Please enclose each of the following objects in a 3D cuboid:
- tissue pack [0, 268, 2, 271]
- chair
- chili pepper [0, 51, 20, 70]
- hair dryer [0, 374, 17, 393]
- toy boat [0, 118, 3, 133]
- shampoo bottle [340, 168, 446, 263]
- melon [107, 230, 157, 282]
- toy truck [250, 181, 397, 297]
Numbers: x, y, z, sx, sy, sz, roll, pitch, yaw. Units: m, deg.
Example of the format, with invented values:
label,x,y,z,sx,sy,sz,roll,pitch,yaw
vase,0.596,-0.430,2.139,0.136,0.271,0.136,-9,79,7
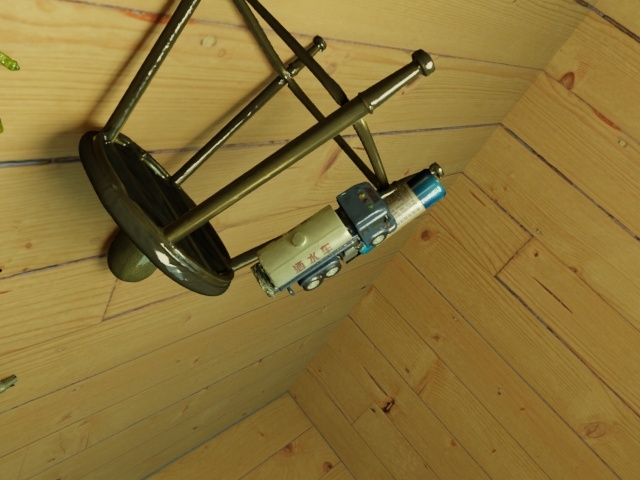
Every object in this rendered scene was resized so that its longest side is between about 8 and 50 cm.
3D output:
label,x,y,z,sx,sy,sz,roll,pitch,yaw
tissue pack,-0.634,0.112,0.680,0.361,0.122,0.259,-43,158,9
chair,-0.099,-0.157,0.804,0.410,0.365,0.362,-38,161,3
chili pepper,-0.381,-0.211,0.610,0.017,0.030,0.083,-30,161,25
hair dryer,-0.705,0.304,1.019,0.225,0.088,0.219,-46,160,-31
toy boat,-0.424,-0.163,0.645,0.063,0.016,0.115,-31,157,-29
shampoo bottle,0.097,-0.033,0.800,0.183,0.050,0.087,-37,-170,11
melon,-0.350,0.021,1.038,0.131,0.098,0.098,-48,159,16
toy truck,0.000,0.000,0.729,0.201,0.074,0.088,-33,152,3
